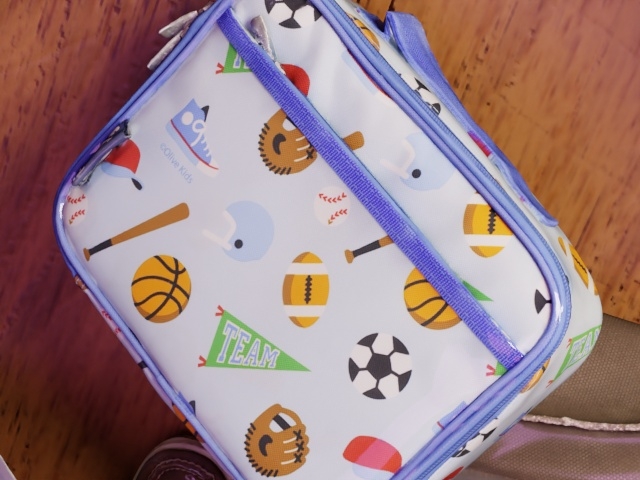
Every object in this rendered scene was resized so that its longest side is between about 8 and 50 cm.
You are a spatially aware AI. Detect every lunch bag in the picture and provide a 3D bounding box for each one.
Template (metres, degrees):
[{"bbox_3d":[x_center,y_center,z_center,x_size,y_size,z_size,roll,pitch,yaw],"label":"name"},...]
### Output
[{"bbox_3d":[0.000,0.000,1.099,0.243,0.115,0.303,-45,71,16],"label":"lunch bag"}]

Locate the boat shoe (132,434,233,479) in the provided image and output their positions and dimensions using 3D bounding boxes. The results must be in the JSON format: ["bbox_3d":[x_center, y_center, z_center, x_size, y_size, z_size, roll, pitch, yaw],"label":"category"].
[{"bbox_3d":[-0.103,0.259,1.297,0.095,0.095,0.257,11,114,9],"label":"boat shoe"}]

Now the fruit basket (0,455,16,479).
[{"bbox_3d":[-0.223,0.293,1.242,0.353,0.165,0.327,37,125,44],"label":"fruit basket"}]

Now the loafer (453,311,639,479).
[{"bbox_3d":[0.115,0.086,1.152,0.366,0.134,0.130,-5,109,16],"label":"loafer"}]
